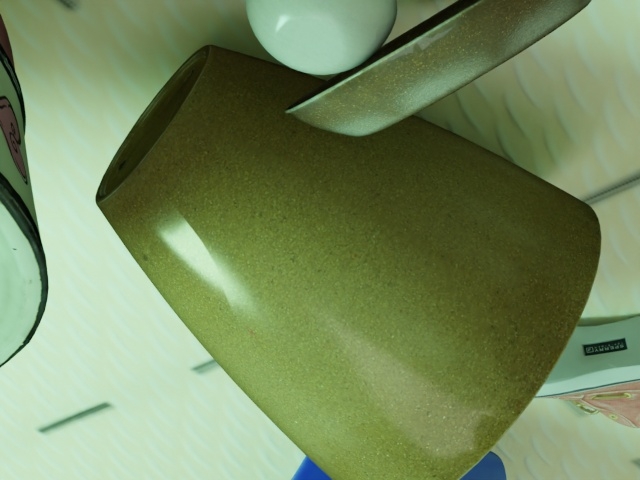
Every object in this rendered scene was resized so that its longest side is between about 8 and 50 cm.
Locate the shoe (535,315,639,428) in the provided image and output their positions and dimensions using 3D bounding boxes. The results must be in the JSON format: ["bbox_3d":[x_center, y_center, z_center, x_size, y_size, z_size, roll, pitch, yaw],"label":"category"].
[{"bbox_3d":[0.193,0.103,1.303,0.178,0.063,0.081,-8,137,8],"label":"shoe"}]

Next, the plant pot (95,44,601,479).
[{"bbox_3d":[0.000,0.000,1.083,0.254,0.237,0.237,37,134,-15],"label":"plant pot"}]

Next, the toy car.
[{"bbox_3d":[0.004,-0.185,0.865,0.136,0.159,0.182,29,138,-20],"label":"toy car"}]

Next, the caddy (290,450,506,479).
[{"bbox_3d":[0.024,0.290,1.427,0.179,0.241,0.341,8,143,-16],"label":"caddy"}]

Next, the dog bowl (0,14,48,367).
[{"bbox_3d":[-0.335,-0.058,0.907,0.408,0.150,0.408,2,150,1],"label":"dog bowl"}]

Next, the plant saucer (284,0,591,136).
[{"bbox_3d":[0.074,-0.106,0.942,0.198,0.198,0.036,-28,96,35],"label":"plant saucer"}]
